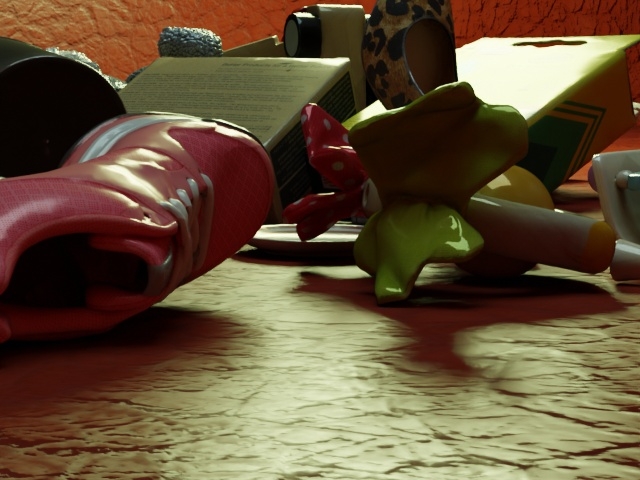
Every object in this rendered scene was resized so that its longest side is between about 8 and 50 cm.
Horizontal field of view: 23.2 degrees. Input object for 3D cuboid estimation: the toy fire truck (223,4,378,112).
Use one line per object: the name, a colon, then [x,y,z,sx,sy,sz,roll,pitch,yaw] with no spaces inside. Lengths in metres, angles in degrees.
toy fire truck: [-0.033,-0.174,1.904,0.158,0.217,0.246,-3,6,-21]

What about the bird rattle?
bird rattle: [0.084,-0.012,1.050,0.207,0.143,0.253,15,-6,-10]

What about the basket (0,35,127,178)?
basket: [-0.245,-0.086,1.237,0.204,0.154,0.227,2,6,-24]

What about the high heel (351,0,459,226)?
high heel: [0.119,-0.122,1.260,0.093,0.261,0.186,12,-5,-42]

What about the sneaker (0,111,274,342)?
sneaker: [-0.114,0.007,0.863,0.136,0.116,0.314,17,22,36]

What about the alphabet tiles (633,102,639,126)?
alphabet tiles: [0.225,-0.168,1.780,0.284,0.021,0.278,13,14,17]

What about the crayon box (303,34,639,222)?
crayon box: [0.160,-0.110,1.482,0.202,0.081,0.318,6,29,40]

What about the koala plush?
koala plush: [-0.238,-0.150,1.909,0.221,0.196,0.203,-2,-5,-12]

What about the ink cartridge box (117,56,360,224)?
ink cartridge box: [-0.103,-0.102,1.524,0.234,0.088,0.193,4,32,29]

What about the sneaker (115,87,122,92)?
sneaker: [-0.174,-0.110,1.739,0.300,0.121,0.111,-7,12,-36]

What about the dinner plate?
dinner plate: [0.000,0.000,1.222,0.141,0.017,0.141,0,7,0]

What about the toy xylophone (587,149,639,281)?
toy xylophone: [0.335,-0.016,1.069,0.322,0.081,0.236,3,7,29]
